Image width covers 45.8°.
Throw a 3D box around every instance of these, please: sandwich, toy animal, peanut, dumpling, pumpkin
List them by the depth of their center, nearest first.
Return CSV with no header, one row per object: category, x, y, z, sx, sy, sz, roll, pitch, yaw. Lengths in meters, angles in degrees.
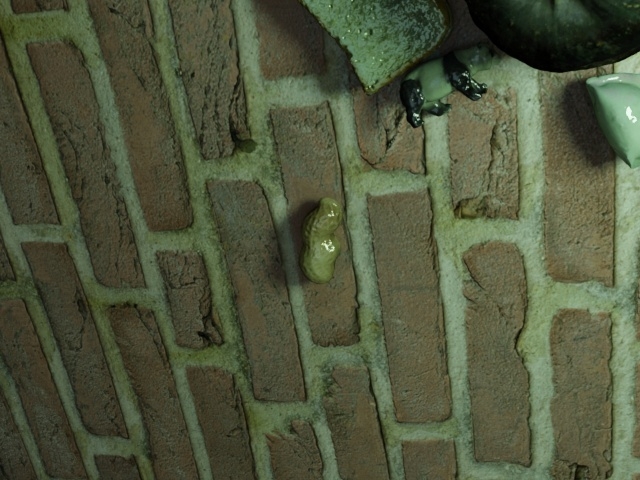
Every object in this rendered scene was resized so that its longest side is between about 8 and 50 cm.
pumpkin,0.454,-0.514,1.317,0.454,0.344,0.455,18,134,20
dumpling,0.630,-0.260,1.546,0.217,0.149,0.105,53,156,-6
sandwich,0.123,-0.478,1.572,0.249,0.095,0.273,-33,102,23
toy animal,0.274,-0.337,1.605,0.225,0.094,0.121,-22,99,25
peanut,0.000,0.000,1.850,0.104,0.086,0.228,5,116,3
